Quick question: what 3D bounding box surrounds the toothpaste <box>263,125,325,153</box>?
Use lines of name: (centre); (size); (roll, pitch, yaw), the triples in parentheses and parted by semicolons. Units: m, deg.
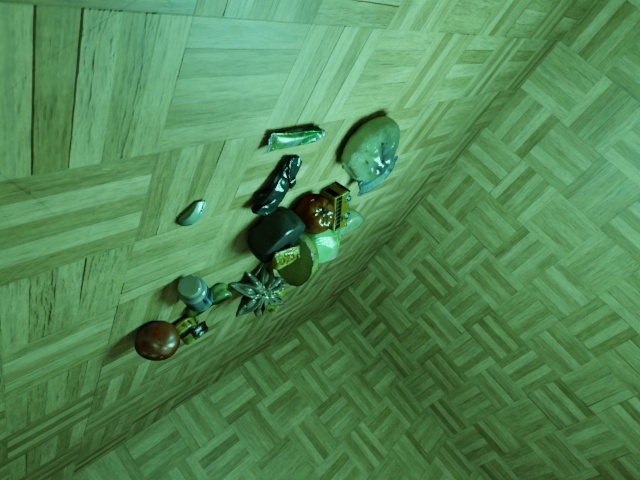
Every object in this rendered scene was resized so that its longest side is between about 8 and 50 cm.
toothpaste: (-0.072, -0.316, 1.376); (0.248, 0.047, 0.078); (-24, 155, -44)

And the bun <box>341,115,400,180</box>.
bun: (0.208, -0.348, 1.746); (0.273, 0.168, 0.273); (-41, 159, -20)

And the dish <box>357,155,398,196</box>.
dish: (0.235, -0.321, 2.028); (0.236, 0.086, 0.228); (-39, 163, -9)

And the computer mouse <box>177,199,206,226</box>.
computer mouse: (-0.372, -0.076, 1.322); (0.110, 0.032, 0.056); (-43, 165, 6)

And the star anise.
star anise: (-0.277, 0.238, 2.138); (0.349, 0.109, 0.293); (-37, 134, -19)

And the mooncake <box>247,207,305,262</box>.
mooncake: (-0.175, -0.020, 1.764); (0.245, 0.133, 0.245); (-39, 166, -12)

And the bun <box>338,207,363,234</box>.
bun: (0.131, -0.107, 2.311); (0.166, 0.113, 0.173); (-31, 164, -11)

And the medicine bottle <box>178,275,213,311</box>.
medicine bottle: (-0.474, 0.198, 1.685); (0.107, 0.107, 0.191); (-37, 164, -16)

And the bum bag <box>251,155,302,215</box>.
bum bag: (-0.141, -0.184, 1.539); (0.248, 0.060, 0.123); (-49, 162, 24)

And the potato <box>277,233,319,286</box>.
potato: (-0.102, 0.061, 1.995); (0.116, 0.239, 0.299); (-37, 161, -43)

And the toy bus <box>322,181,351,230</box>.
toy bus: (0.064, -0.141, 1.972); (0.114, 0.098, 0.201); (-29, 140, -31)

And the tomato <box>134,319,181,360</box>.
tomato: (-0.641, 0.390, 1.741); (0.167, 0.167, 0.167); (-38, 164, -13)

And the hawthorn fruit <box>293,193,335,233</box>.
hawthorn fruit: (-0.023, -0.106, 1.850); (0.173, 0.173, 0.179); (-34, 162, -25)

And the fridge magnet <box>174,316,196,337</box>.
fridge magnet: (-0.602, 0.385, 1.964); (0.143, 0.063, 0.143); (-41, 168, -11)

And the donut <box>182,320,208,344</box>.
donut: (-0.586, 0.431, 2.086); (0.140, 0.059, 0.140); (-34, -179, 1)

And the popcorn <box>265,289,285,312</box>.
popcorn: (-0.270, 0.308, 2.385); (0.194, 0.140, 0.163); (-41, -168, 19)

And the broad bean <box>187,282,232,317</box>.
broad bean: (-0.481, 0.260, 1.940); (0.206, 0.072, 0.153); (-31, 163, 5)

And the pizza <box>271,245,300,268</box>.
pizza: (-0.136, 0.069, 1.788); (0.134, 0.056, 0.271); (-32, 175, -5)

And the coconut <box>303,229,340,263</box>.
coconut: (0.000, 0.000, 2.122); (0.235, 0.236, 0.204); (-27, -174, -42)
